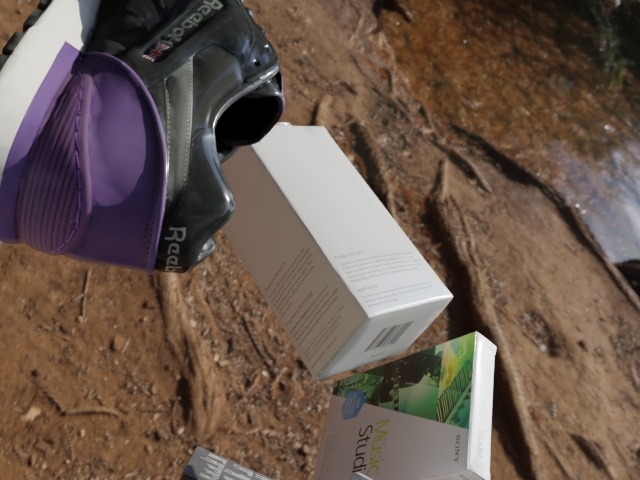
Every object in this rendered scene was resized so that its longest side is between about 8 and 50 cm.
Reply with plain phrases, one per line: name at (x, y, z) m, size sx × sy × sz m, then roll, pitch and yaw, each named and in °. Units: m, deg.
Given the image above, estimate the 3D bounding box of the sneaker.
sneaker at (-0.077, -0.103, 0.387) m, size 0.124 × 0.107 × 0.283 m, roll 16°, pitch 57°, yaw -9°

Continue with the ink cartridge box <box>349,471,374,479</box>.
ink cartridge box at (0.091, 0.474, 0.786) m, size 0.324 × 0.330 × 0.071 m, roll -57°, pitch 135°, yaw -18°

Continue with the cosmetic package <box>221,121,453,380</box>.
cosmetic package at (0.000, 0.000, 1.058) m, size 0.197 × 0.155 × 0.365 m, roll -6°, pitch 51°, yaw -43°

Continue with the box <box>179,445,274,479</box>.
box at (-0.131, 0.542, 1.304) m, size 0.307 × 0.242 × 0.076 m, roll 24°, pitch 28°, yaw 2°

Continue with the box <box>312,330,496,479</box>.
box at (0.128, 0.294, 1.127) m, size 0.058 × 0.322 × 0.232 m, roll 40°, pitch 43°, yaw -26°
